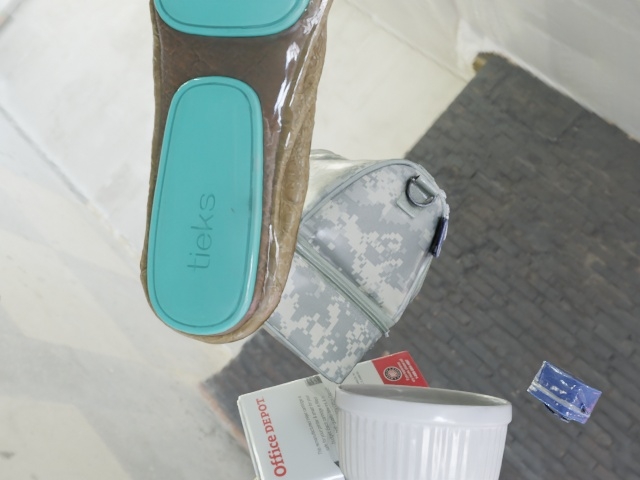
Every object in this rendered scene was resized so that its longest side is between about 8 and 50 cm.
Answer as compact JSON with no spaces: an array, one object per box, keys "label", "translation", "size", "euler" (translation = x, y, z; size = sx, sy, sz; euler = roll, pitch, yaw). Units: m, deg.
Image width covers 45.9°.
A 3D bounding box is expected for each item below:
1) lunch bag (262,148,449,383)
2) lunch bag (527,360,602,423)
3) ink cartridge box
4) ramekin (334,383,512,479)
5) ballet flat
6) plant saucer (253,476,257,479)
[{"label":"lunch bag","translation":[0.000,0.000,0.958],"size":[0.212,0.256,0.305],"euler":[41,-6,-22]},{"label":"lunch bag","translation":[0.367,0.234,1.139],"size":[0.067,0.065,0.098],"euler":[25,5,-31]},{"label":"ink cartridge box","translation":[0.035,0.289,1.085],"size":[0.197,0.272,0.114],"euler":[-119,-160,-56]},{"label":"ramekin","translation":[0.115,0.233,0.885],"size":[0.207,0.109,0.207],"euler":[5,-5,0]},{"label":"ballet flat","translation":[-0.039,-0.109,0.466],"size":[0.116,0.342,0.124],"euler":[6,6,12]},{"label":"plant saucer","translation":[-0.049,0.526,1.478],"size":[0.332,0.333,0.081],"euler":[3,-49,51]}]
